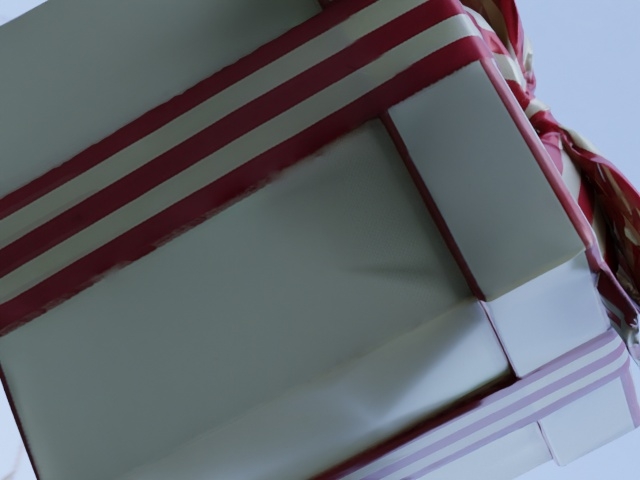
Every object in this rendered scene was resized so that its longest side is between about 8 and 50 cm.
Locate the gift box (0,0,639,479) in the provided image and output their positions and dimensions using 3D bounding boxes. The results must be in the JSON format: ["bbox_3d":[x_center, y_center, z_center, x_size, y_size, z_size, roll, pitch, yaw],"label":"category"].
[{"bbox_3d":[0.000,0.000,0.679,0.258,0.276,0.255,-28,-113,2],"label":"gift box"}]
